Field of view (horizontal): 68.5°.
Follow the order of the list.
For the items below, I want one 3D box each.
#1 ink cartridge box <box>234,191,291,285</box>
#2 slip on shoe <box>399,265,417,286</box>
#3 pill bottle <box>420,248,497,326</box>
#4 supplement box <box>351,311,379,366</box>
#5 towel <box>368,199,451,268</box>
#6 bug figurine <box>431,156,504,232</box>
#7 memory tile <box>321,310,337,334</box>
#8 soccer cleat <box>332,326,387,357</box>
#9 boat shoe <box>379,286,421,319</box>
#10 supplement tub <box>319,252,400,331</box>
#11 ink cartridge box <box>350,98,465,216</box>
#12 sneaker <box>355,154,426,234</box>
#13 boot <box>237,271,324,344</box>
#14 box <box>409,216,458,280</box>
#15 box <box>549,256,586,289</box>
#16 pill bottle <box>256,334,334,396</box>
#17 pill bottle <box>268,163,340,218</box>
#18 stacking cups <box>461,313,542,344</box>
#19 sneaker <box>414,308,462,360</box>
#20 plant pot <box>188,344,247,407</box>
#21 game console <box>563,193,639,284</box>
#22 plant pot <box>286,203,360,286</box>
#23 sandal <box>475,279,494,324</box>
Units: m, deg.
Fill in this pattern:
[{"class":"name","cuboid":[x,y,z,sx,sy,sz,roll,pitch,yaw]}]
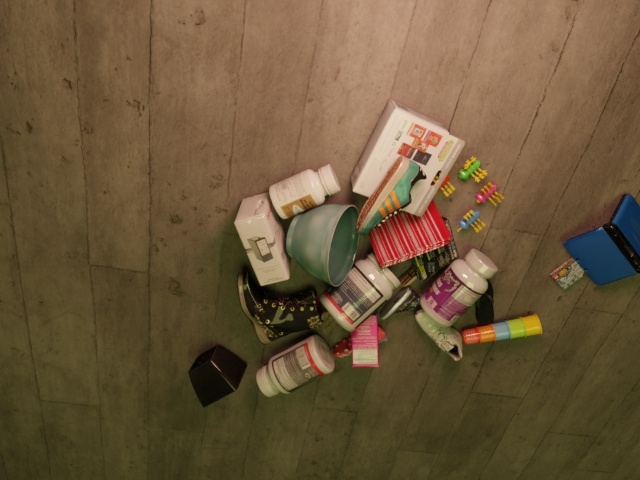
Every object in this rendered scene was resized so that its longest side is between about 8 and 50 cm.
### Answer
[{"class":"ink cartridge box","cuboid":[-0.200,-0.009,1.698,0.114,0.198,0.273,-14,119,8]},{"class":"slip on shoe","cuboid":[0.377,0.136,1.889,0.135,0.051,0.041,-47,151,13]},{"class":"pill bottle","cuboid":[0.543,0.181,1.843,0.169,0.169,0.301,29,115,-16]},{"class":"supplement box","cuboid":[0.182,0.397,1.930,0.114,0.111,0.220,-1,91,7]},{"class":"towel","cuboid":[0.316,-0.027,1.711,0.274,0.199,0.031,-22,146,10]},{"class":"bug figurine","cuboid":[0.524,-0.171,1.699,0.216,0.072,0.279,-40,109,12]},{"class":"memory tile","cuboid":[0.054,0.305,1.930,0.012,0.148,0.113,19,131,36]},{"class":"soccer cleat","cuboid":[0.171,0.455,2.042,0.248,0.083,0.095,-31,120,12]},{"class":"boat shoe","cuboid":[0.332,0.278,1.950,0.083,0.065,0.183,34,112,-17]},{"class":"supplement tub","cuboid":[0.151,0.197,1.800,0.272,0.191,0.191,-42,114,0]},{"class":"ink cartridge box","cuboid":[0.289,-0.272,1.601,0.271,0.130,0.309,21,118,-13]},{"class":"sneaker","cuboid":[0.232,-0.125,1.549,0.121,0.108,0.302,28,115,-13]},{"class":"boot","cuboid":[-0.156,0.251,1.880,0.284,0.138,0.377,-13,123,7]},{"class":"box","cuboid":[0.425,0.033,1.785,0.184,0.045,0.191,-31,122,-9]},{"class":"box","cuboid":[1.015,0.126,1.905,0.094,0.027,0.137,38,112,-21]},{"class":"pill bottle","cuboid":[-0.114,0.549,2.029,0.318,0.176,0.176,-30,116,15]},{"class":"pill bottle","cuboid":[-0.053,-0.175,1.646,0.229,0.131,0.131,-23,118,11]},{"class":"stacking cups","cuboid":[0.769,0.386,2.009,0.316,0.096,0.096,-11,119,5]},{"class":"sneaker","cuboid":[0.512,0.391,1.984,0.297,0.129,0.111,40,113,-20]},{"class":"plant pot","cuboid":[-0.458,0.571,2.037,0.187,0.188,0.167,-31,104,15]},{"class":"game console","cuboid":[1.135,0.003,1.824,0.293,0.173,0.250,42,73,-22]},{"class":"plant pot","cuboid":[0.000,0.000,1.686,0.196,0.293,0.293,13,122,22]},{"class":"sandal","cuboid":[0.680,0.254,1.953,0.097,0.054,0.254,-20,118,9]}]
